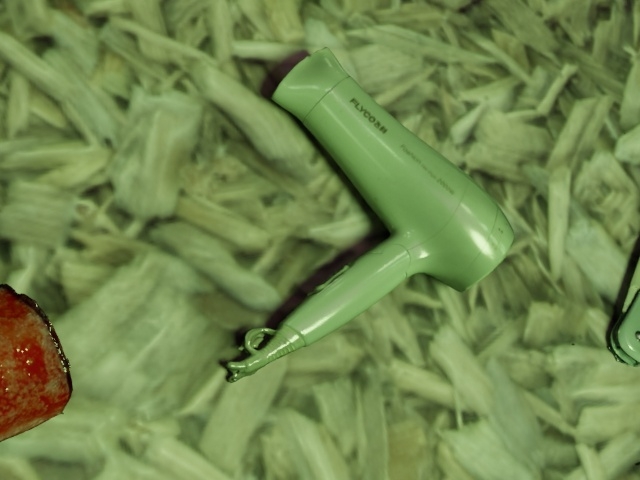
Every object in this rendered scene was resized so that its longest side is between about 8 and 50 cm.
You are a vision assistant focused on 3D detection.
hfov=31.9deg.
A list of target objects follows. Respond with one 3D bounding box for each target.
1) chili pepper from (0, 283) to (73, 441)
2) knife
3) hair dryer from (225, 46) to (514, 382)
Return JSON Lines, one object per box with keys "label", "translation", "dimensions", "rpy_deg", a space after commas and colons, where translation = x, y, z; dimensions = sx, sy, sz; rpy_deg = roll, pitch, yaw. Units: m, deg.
{"label": "chili pepper", "translation": [-0.235, 0.086, 0.603], "dimensions": [0.192, 0.084, 0.086], "rpy_deg": [-18, 64, -37]}
{"label": "knife", "translation": [0.278, 0.033, 0.935], "dimensions": [0.044, 0.023, 0.162], "rpy_deg": [41, 57, -12]}
{"label": "hair dryer", "translation": [0.000, 0.000, 0.786], "dimensions": [0.206, 0.075, 0.237], "rpy_deg": [44, 65, 1]}
